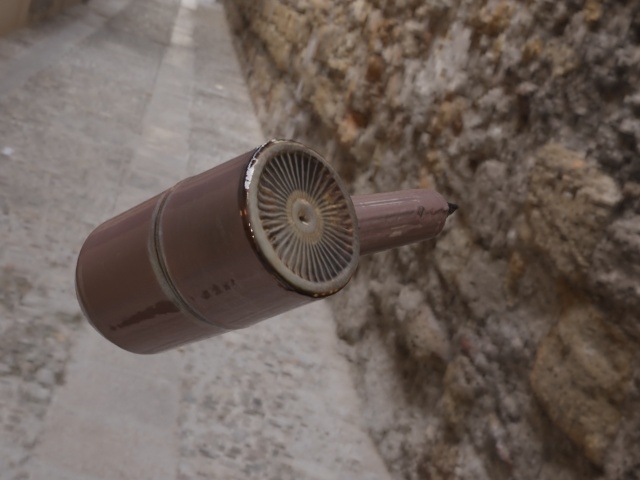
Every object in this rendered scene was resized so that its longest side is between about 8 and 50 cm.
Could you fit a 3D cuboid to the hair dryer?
[{"bbox_3d":[0.000,0.000,0.744,0.189,0.106,0.344,-22,-9,39],"label":"hair dryer"}]
